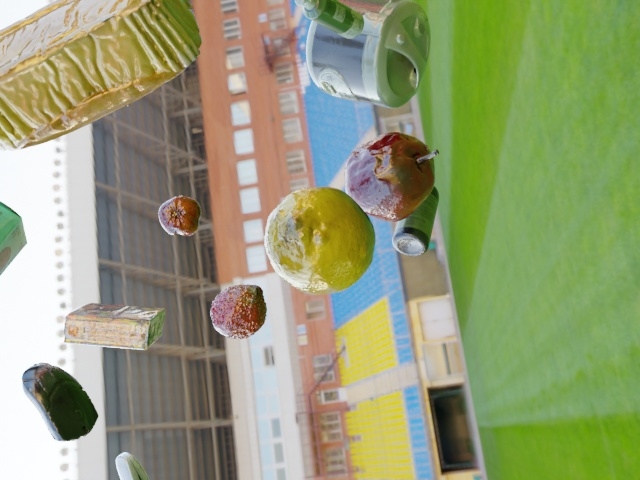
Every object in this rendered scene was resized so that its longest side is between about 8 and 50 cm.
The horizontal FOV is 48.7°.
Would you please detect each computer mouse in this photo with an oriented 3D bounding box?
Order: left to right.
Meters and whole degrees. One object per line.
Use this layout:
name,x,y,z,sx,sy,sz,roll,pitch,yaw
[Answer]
computer mouse,-0.626,0.381,1.699,0.217,0.073,0.122,54,-145,4

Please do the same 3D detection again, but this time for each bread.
bread,-0.287,-0.220,0.844,0.119,0.288,0.152,61,-174,-49

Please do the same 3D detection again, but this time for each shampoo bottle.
shampoo bottle,0.015,-0.479,1.472,0.204,0.065,0.065,4,-105,-56
shampoo bottle,0.275,-0.091,1.974,0.101,0.101,0.284,72,-151,-48

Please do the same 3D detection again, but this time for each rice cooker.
rice cooker,0.133,-0.488,1.823,0.288,0.277,0.288,-35,-44,-44

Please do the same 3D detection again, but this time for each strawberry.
strawberry,-0.140,0.118,1.224,0.106,0.106,0.106,-10,-90,-83

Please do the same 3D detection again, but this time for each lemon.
lemon,0.000,0.000,1.325,0.260,0.204,0.204,30,-130,-65

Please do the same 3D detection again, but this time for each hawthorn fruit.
hawthorn fruit,-0.284,-0.049,1.440,0.093,0.093,0.093,-10,-90,-83
hawthorn fruit,0.200,-0.171,1.773,0.210,0.266,0.230,51,-136,-20

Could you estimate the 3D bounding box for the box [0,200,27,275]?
box,-0.954,0.056,1.952,0.311,0.118,0.205,-62,6,-29

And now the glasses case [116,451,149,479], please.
glasses case,-0.384,0.535,1.508,0.045,0.067,0.178,-28,-83,-39

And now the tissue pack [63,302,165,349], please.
tissue pack,-0.358,0.150,1.240,0.108,0.148,0.060,-77,-9,-84
